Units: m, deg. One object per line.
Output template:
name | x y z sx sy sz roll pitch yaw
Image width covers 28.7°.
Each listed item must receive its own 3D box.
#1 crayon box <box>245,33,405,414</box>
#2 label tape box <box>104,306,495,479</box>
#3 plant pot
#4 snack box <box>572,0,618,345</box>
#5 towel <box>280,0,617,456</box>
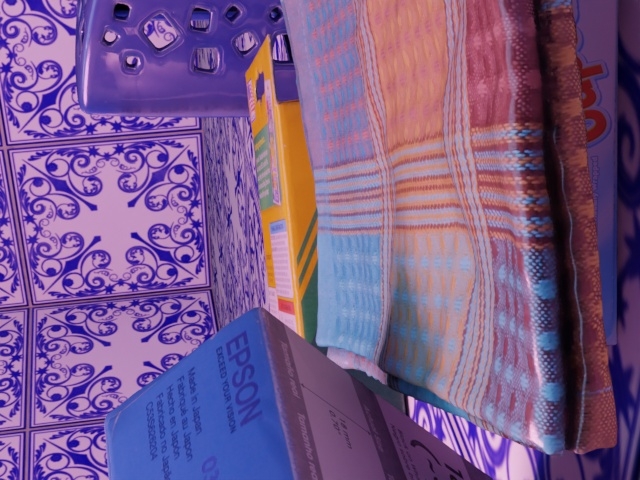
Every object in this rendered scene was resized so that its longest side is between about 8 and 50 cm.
crayon box | 0.000 0.000 1.057 0.203 0.083 0.323 173 90 -82
label tape box | 0.060 0.213 0.568 0.333 0.106 0.241 40 -158 -35
plant pot | -0.121 -0.266 1.226 0.236 0.235 0.212 -106 19 -54
snack box | 0.065 -0.084 0.633 0.322 0.060 0.187 -123 27 -72
towel | 0.030 -0.064 0.540 0.370 0.040 0.272 177 86 -81
